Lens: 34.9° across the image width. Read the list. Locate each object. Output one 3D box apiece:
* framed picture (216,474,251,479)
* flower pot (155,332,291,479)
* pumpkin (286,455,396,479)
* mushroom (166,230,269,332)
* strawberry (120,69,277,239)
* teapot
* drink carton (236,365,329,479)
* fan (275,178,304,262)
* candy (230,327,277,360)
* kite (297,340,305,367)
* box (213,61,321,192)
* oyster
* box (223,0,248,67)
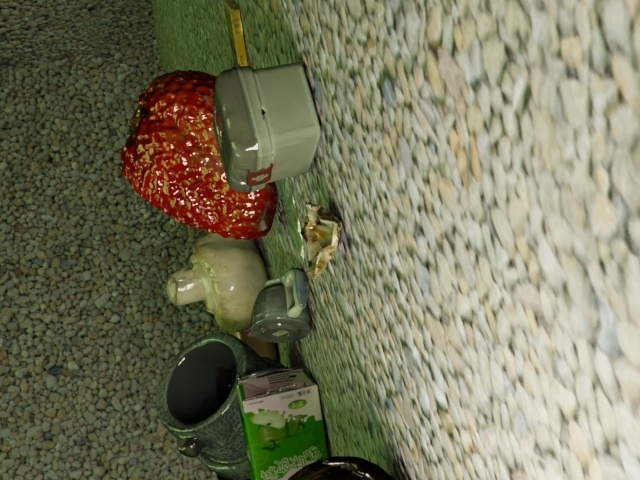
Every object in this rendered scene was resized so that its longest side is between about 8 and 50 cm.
[{"bbox_3d":[-0.121,0.549,2.317,0.339,0.255,0.014,-166,95,-79],"label":"framed picture"},{"bbox_3d":[-0.170,0.373,2.198,0.283,0.299,0.299,47,-167,-42],"label":"flower pot"},{"bbox_3d":[0.009,0.441,1.342,0.320,0.192,0.320,-62,10,20],"label":"pumpkin"},{"bbox_3d":[-0.242,0.099,2.385,0.260,0.234,0.253,131,121,-78],"label":"mushroom"},{"bbox_3d":[-0.215,-0.145,1.927,0.351,0.267,0.312,48,151,25],"label":"strawberry"},{"bbox_3d":[-0.074,0.114,1.851,0.149,0.111,0.108,84,-177,-61],"label":"teapot"},{"bbox_3d":[-0.069,0.395,2.031,0.108,0.161,0.271,-132,33,-71],"label":"drink carton"},{"bbox_3d":[-0.061,-0.075,1.817,0.131,0.009,0.240,102,153,-62],"label":"fan"},{"bbox_3d":[-0.180,0.219,2.581,0.255,0.095,0.255,166,90,-82],"label":"candy"},{"bbox_3d":[-0.042,0.225,2.103,0.044,0.002,0.078,-129,28,-68],"label":"kite"},{"bbox_3d":[-0.080,-0.163,1.459,0.210,0.129,0.147,115,141,-75],"label":"box"},{"bbox_3d":[0.002,-0.008,1.429,0.148,0.051,0.103,-118,36,-55],"label":"oyster"},{"bbox_3d":[-0.157,-0.375,1.925,0.073,0.020,0.149,-121,21,-57],"label":"box"}]
